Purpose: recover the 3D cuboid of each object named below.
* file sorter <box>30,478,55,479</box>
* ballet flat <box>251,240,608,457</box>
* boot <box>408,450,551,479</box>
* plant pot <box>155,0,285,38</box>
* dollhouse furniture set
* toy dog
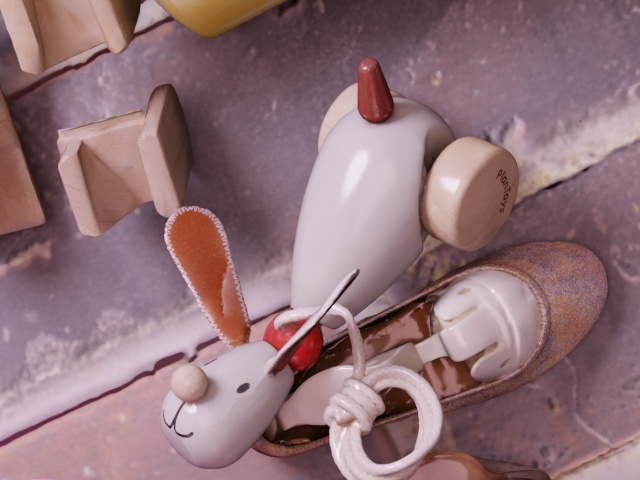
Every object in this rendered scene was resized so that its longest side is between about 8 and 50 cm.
[{"bbox_3d":[-0.233,0.285,1.207,0.202,0.291,0.182,-22,81,-12],"label":"file sorter"},{"bbox_3d":[0.078,0.091,1.297,0.316,0.106,0.108,-26,86,3],"label":"ballet flat"},{"bbox_3d":[0.119,0.183,1.298,0.118,0.087,0.042,13,88,2],"label":"boot"},{"bbox_3d":[-0.041,-0.288,1.271,0.239,0.254,0.254,-37,84,16],"label":"plant pot"},{"bbox_3d":[-0.324,-0.190,1.317,0.362,0.256,0.394,-14,113,5],"label":"dollhouse furniture set"},{"bbox_3d":[0.000,0.000,1.224,0.220,0.161,0.334,4,57,29],"label":"toy dog"}]
